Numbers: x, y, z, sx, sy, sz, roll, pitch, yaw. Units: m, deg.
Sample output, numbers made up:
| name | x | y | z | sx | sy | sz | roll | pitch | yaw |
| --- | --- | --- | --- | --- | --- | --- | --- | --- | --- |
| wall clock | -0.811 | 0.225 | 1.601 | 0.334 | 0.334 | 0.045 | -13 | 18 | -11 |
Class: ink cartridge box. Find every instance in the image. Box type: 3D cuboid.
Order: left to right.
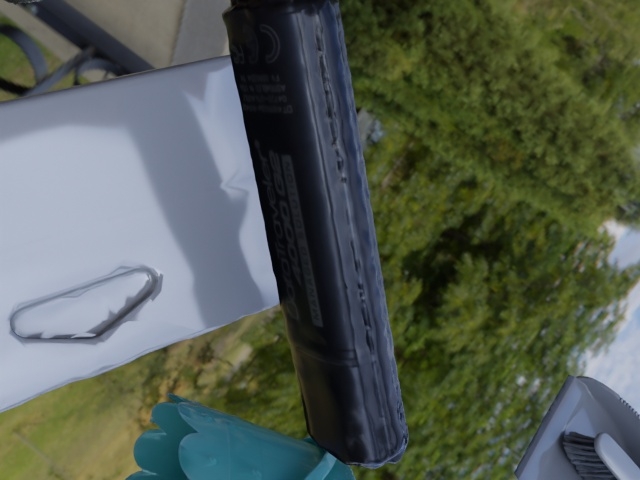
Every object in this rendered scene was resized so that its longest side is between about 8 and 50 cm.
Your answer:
| name | x | y | z | sx | sy | sz | roll | pitch | yaw |
| --- | --- | --- | --- | --- | --- | --- | --- | --- | --- |
| ink cartridge box | -0.241 | -0.013 | 0.627 | 0.285 | 0.166 | 0.395 | -21 | -165 | -30 |

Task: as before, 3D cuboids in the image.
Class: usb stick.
| name | x | y | z | sx | sy | sz | roll | pitch | yaw |
| --- | --- | --- | --- | --- | --- | --- | --- | --- | --- |
| usb stick | 0.000 | 0.000 | 0.462 | 0.045 | 0.278 | 0.077 | -24 | -157 | -32 |

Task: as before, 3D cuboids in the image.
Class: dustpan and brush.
| name | x | y | z | sx | sy | sz | roll | pitch | yaw |
| --- | --- | --- | --- | --- | --- | --- | --- | --- | --- |
| dustpan and brush | 0.288 | 0.229 | 0.745 | 0.147 | 0.211 | 0.060 | -45 | -177 | -39 |

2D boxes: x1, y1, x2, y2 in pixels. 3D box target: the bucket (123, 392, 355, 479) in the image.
| name | x | y | z | sx | sy | sz | roll | pitch | yaw |
| --- | --- | --- | --- | --- | --- | --- | --- | --- | --- |
| bucket | -0.093 | 0.295 | 0.795 | 0.281 | 0.183 | 0.281 | -54 | -155 | 40 |

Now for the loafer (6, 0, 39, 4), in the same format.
| name | x | y | z | sx | sy | sz | roll | pitch | yaw |
| --- | --- | --- | --- | --- | --- | --- | --- | --- | --- |
| loafer | -0.218 | -0.212 | 0.514 | 0.094 | 0.251 | 0.087 | -35 | 136 | 4 |
